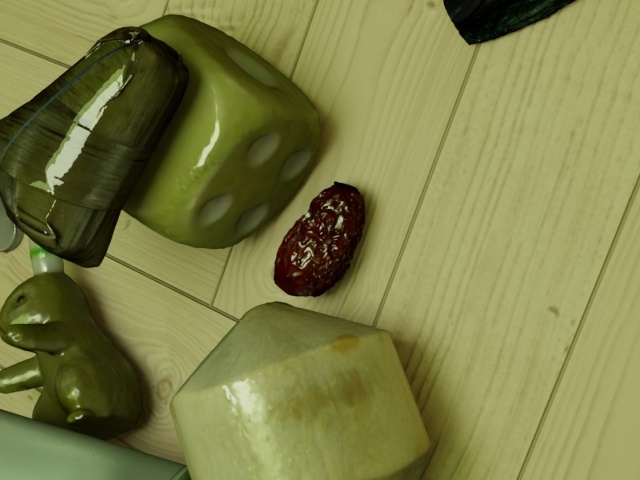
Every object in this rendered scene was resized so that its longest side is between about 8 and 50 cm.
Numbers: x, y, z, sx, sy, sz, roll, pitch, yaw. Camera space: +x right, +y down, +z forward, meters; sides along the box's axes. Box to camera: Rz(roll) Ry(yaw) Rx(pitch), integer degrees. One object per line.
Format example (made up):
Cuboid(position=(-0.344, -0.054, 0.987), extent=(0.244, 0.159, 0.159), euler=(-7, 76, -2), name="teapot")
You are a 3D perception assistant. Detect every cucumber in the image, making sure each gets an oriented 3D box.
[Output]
Cuboid(position=(0.240, -0.323, 1.184), extent=(0.193, 0.086, 0.115), euler=(-29, 77, 30), name="cucumber")

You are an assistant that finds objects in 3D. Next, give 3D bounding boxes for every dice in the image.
Cuboid(position=(-0.157, -0.139, 1.287), extent=(0.227, 0.238, 0.233), euler=(44, 108, 23), name="dice")

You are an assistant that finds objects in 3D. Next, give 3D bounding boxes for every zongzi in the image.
Cuboid(position=(-0.319, -0.154, 1.177), extent=(0.300, 0.138, 0.286), euler=(35, 100, 36), name="zongzi")

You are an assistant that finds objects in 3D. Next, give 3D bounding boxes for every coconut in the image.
Cuboid(position=(-0.033, 0.225, 1.184), extent=(0.323, 0.323, 0.322), euler=(-1, 87, 27), name="coconut")

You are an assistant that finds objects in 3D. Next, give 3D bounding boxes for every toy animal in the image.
Cuboid(position=(-0.403, 0.141, 1.429), extent=(0.363, 0.180, 0.181), euler=(56, 137, 15), name="toy animal")

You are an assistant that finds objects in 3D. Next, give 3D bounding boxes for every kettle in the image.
Cuboid(position=(-0.333, 0.335, 1.207), extent=(0.318, 0.265, 0.205), euler=(14, 70, 12), name="kettle")

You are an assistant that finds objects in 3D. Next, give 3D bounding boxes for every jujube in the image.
Cuboid(position=(0.003, 0.002, 1.276), extent=(0.104, 0.104, 0.166), euler=(37, 103, 24), name="jujube")

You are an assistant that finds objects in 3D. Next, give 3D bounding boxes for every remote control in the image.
Cuboid(position=(-0.553, -0.095, 1.613), extent=(0.077, 0.022, 0.245), euler=(-29, 74, 21), name="remote control")
